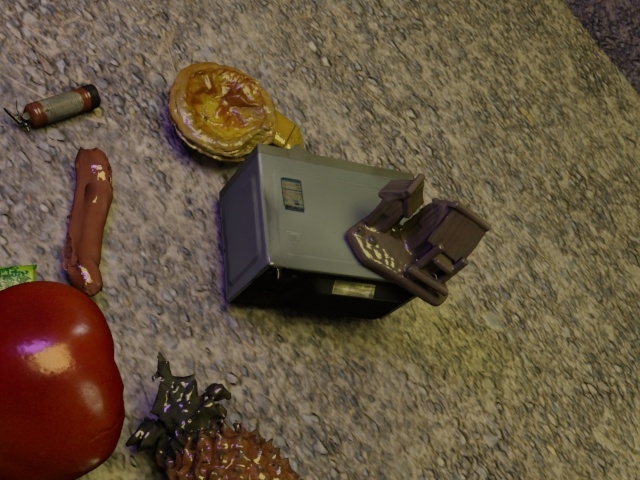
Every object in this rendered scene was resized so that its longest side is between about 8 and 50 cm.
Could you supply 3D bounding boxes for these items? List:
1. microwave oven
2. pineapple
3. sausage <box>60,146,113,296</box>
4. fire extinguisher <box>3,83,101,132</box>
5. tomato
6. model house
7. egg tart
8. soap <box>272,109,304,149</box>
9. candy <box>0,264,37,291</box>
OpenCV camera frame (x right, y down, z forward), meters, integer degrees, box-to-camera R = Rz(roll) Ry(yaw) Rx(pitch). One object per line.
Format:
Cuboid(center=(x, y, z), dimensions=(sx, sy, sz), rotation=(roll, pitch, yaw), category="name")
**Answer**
Cuboid(center=(0.000, 0.000, 1.572), dimensions=(0.355, 0.218, 0.286), rotation=(8, 62, -29), category="microwave oven")
Cuboid(center=(-0.182, 0.348, 1.281), dimensions=(0.223, 0.223, 0.357), rotation=(-24, 70, -39), category="pineapple")
Cuboid(center=(-0.410, -0.035, 1.432), dimensions=(0.078, 0.078, 0.304), rotation=(13, 56, -26), category="sausage")
Cuboid(center=(-0.499, -0.249, 1.513), dimensions=(0.177, 0.050, 0.062), rotation=(-29, 100, -40), category="fire extinguisher")
Cuboid(center=(-0.420, 0.207, 1.159), dimensions=(0.226, 0.298, 0.298), rotation=(-9, 69, -34), category="tomato")
Cuboid(center=(0.186, -0.013, 1.450), dimensions=(0.229, 0.188, 0.122), rotation=(34, 36, -12), category="model house")
Cuboid(center=(-0.205, -0.255, 1.664), dimensions=(0.241, 0.106, 0.241), rotation=(13, 57, -21), category="egg tart")
Cuboid(center=(-0.096, -0.245, 1.772), dimensions=(0.168, 0.033, 0.089), rotation=(29, 58, -16), category="soap")
Cuboid(center=(-0.538, 0.087, 1.306), dimensions=(0.178, 0.032, 0.102), rotation=(-4, 66, -33), category="candy")
